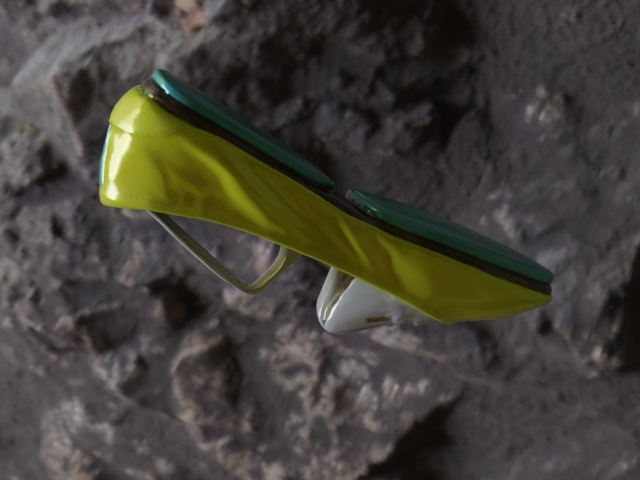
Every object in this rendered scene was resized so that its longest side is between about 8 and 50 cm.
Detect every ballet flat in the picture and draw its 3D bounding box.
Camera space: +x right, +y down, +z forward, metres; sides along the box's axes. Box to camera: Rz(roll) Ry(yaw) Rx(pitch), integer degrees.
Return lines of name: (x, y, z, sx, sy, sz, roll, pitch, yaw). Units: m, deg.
ballet flat: (0.000, 0.000, 0.611, 0.231, 0.077, 0.077, 26, -172, -16)
